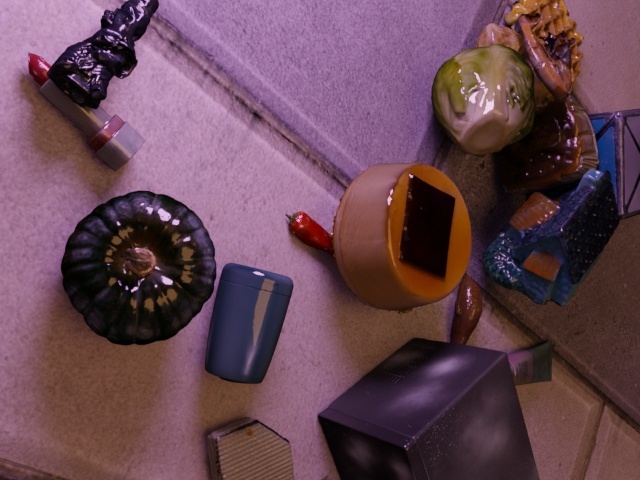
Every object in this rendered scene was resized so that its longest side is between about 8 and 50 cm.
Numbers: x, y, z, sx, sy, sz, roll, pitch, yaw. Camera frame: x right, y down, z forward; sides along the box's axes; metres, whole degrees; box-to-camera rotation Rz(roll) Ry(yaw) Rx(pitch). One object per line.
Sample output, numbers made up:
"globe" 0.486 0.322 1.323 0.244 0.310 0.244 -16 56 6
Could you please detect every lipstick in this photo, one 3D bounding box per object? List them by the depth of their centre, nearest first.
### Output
"lipstick" -0.336 -0.184 0.857 0.186 0.057 0.063 46 36 -23

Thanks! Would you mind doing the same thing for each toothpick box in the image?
"toothpick box" -0.119 0.136 0.994 0.120 0.120 0.184 17 83 -37

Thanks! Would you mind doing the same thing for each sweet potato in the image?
"sweet potato" 0.327 0.182 1.385 0.068 0.068 0.226 20 80 -37

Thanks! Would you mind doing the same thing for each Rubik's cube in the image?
"Rubik's cube" 0.689 -0.190 1.540 0.254 0.259 0.260 -14 99 -36

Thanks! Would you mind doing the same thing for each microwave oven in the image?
"microwave oven" 0.243 0.459 1.215 0.374 0.236 0.433 -29 109 -34

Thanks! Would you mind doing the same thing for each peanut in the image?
"peanut" 0.444 -0.399 1.418 0.253 0.122 0.137 46 32 -27

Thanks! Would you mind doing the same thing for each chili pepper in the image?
"chili pepper" 0.000 0.000 1.142 0.178 0.027 0.045 42 66 -35

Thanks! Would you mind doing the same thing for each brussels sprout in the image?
"brussels sprout" 0.339 -0.285 1.271 0.271 0.210 0.220 -75 151 -50

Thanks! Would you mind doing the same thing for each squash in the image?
"squash" -0.248 0.038 0.854 0.218 0.172 0.218 1 88 -39

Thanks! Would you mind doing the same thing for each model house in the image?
"model house" 0.516 -0.031 1.361 0.261 0.225 0.241 -44 153 -29

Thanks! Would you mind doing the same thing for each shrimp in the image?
"shrimp" 0.470 -0.412 1.310 0.178 0.075 0.289 44 46 -22

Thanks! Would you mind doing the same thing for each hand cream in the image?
"hand cream" 0.513 0.320 1.536 0.312 0.070 0.111 0 88 -42

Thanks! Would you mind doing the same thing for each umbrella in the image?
"umbrella" -0.283 -0.280 0.856 0.080 0.071 0.224 41 49 -26

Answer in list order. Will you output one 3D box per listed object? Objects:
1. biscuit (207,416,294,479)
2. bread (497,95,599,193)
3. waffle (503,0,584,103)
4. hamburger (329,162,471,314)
"biscuit" -0.113 0.423 1.050 0.150 0.052 0.253 -15 102 -41
"bread" 0.517 -0.218 1.429 0.109 0.209 0.192 -3 83 -47
"waffle" 0.583 -0.504 1.570 0.329 0.062 0.330 -1 91 -38
"hamburger" 0.149 -0.004 1.163 0.300 0.176 0.301 4 85 -42
